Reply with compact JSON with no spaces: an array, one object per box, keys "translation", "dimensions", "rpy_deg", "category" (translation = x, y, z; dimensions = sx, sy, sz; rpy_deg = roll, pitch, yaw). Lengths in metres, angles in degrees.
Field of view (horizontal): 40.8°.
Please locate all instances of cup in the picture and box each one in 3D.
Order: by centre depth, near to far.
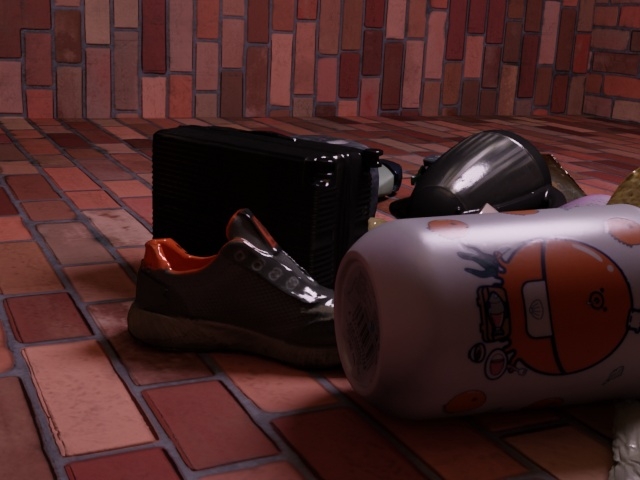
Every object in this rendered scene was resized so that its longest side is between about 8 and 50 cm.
[{"translation":[0.185,0.075,0.901],"dimensions":[0.317,0.212,0.212],"rpy_deg":[-4,16,-17],"category":"cup"}]

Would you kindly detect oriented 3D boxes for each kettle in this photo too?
[{"translation":[0.265,-0.051,1.482],"dimensions":[0.251,0.207,0.271],"rpy_deg":[45,41,19],"category":"kettle"}]

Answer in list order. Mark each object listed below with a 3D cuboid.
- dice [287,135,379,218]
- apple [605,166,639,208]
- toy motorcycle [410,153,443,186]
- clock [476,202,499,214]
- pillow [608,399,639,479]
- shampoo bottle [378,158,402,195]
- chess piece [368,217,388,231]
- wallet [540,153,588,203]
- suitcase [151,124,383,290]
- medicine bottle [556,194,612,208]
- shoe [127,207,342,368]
[{"translation":[-0.008,-0.088,1.530],"dimensions":[0.183,0.182,0.181],"rpy_deg":[-1,14,-19],"category":"dice"},{"translation":[0.471,0.036,0.969],"dimensions":[0.314,0.252,0.309],"rpy_deg":[-20,28,-7],"category":"apple"},{"translation":[0.341,-0.126,1.872],"dimensions":[0.274,0.125,0.187],"rpy_deg":[11,26,29],"category":"toy motorcycle"},{"translation":[0.205,0.026,1.201],"dimensions":[0.063,0.156,0.229],"rpy_deg":[39,19,7],"category":"clock"},{"translation":[0.328,0.202,0.757],"dimensions":[0.148,0.050,0.229],"rpy_deg":[12,14,18],"category":"pillow"},{"translation":[0.062,-0.120,1.873],"dimensions":[0.134,0.078,0.359],"rpy_deg":[17,20,34],"category":"shampoo bottle"},{"translation":[0.083,0.005,1.383],"dimensions":[0.090,0.090,0.200],"rpy_deg":[-8,16,-35],"category":"chess piece"},{"translation":[0.489,-0.099,1.764],"dimensions":[0.121,0.031,0.232],"rpy_deg":[-1,45,-31],"category":"wallet"},{"translation":[-0.089,-0.040,1.236],"dimensions":[0.335,0.230,0.152],"rpy_deg":[14,18,34],"category":"suitcase"},{"translation":[0.375,0.021,1.254],"dimensions":[0.152,0.152,0.254],"rpy_deg":[12,16,31],"category":"medicine bottle"},{"translation":[-0.067,0.046,1.030],"dimensions":[0.336,0.171,0.132],"rpy_deg":[5,14,8],"category":"shoe"}]
